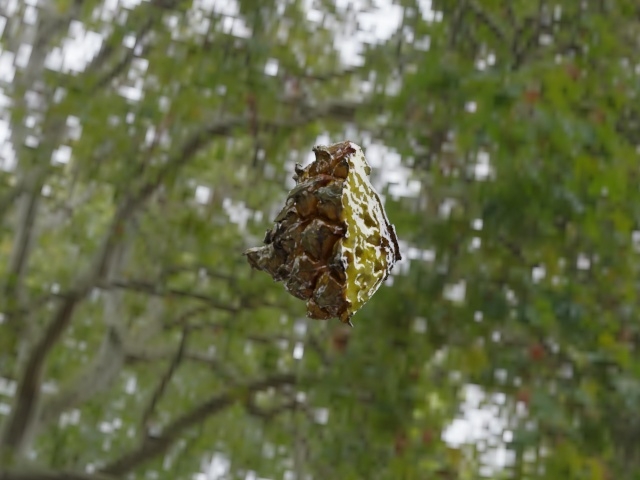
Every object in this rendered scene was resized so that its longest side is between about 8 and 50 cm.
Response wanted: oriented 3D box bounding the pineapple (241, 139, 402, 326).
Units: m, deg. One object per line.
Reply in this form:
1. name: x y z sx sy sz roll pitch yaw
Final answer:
1. pineapple: 0.000 0.000 1.213 0.077 0.114 0.114 6 -10 -41
